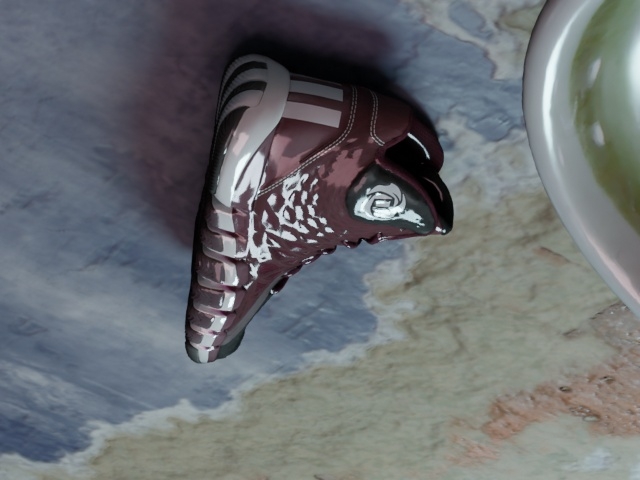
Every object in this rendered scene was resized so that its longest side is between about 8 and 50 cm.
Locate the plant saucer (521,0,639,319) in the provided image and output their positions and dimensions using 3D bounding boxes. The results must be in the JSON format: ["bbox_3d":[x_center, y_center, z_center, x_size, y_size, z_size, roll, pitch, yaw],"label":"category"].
[{"bbox_3d":[0.295,-0.031,0.861,0.400,0.100,0.400,27,150,17],"label":"plant saucer"}]

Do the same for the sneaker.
[{"bbox_3d":[0.000,0.000,1.162,0.163,0.106,0.281,7,144,-6],"label":"sneaker"}]
